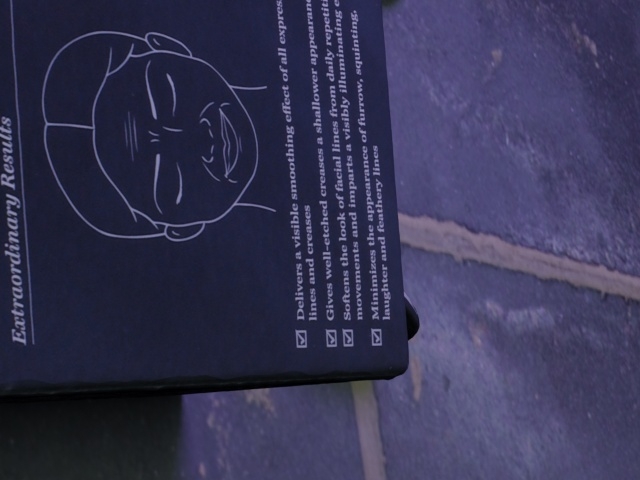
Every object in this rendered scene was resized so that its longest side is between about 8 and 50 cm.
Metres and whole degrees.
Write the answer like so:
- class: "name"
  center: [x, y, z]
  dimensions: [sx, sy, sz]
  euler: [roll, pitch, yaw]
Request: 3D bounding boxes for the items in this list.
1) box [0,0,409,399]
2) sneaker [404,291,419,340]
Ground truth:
- class: "box"
  center: [-0.146, -0.048, 1.160]
  dimensions: [0.395, 0.212, 0.294]
  euler: [4, 80, -53]
- class: "sneaker"
  center: [0.000, 0.000, 1.478]
  dimensions: [0.223, 0.083, 0.098]
  euler: [36, 42, -34]
